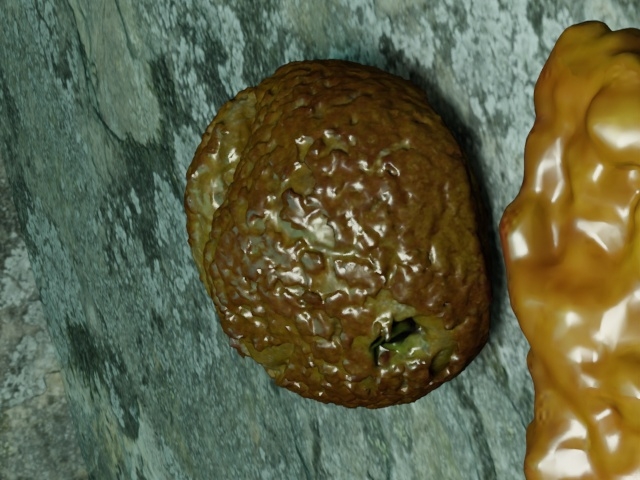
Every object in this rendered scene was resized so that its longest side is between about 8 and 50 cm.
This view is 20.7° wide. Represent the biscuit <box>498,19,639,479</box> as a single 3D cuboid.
[{"bbox_3d":[0.210,0.039,0.847,0.110,0.312,0.318,-2,101,44],"label":"biscuit"}]

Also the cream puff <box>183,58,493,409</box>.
[{"bbox_3d":[0.000,0.000,1.420,0.303,0.212,0.303,165,90,-72],"label":"cream puff"}]
